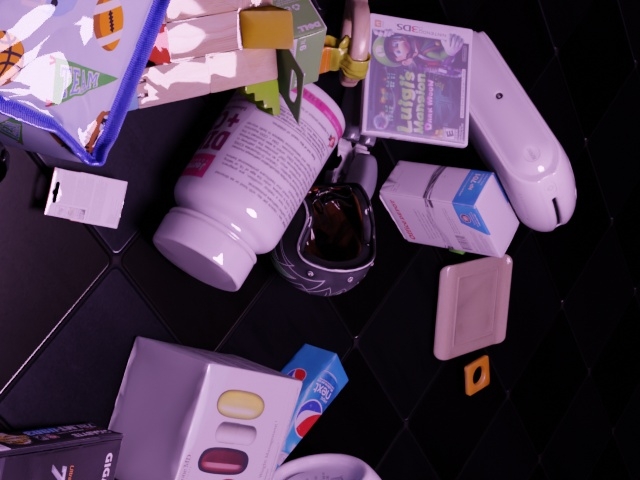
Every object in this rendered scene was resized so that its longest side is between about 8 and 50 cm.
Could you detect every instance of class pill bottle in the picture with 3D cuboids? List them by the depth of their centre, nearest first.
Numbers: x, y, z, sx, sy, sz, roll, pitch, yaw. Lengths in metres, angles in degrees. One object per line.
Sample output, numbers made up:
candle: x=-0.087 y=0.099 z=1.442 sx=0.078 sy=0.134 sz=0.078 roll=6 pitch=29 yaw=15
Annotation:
pill bottle: x=-0.098 y=-0.083 z=1.526 sx=0.283 sy=0.160 sz=0.160 roll=-60 pitch=138 yaw=-19

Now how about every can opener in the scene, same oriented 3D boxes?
can opener: x=0.070 y=-0.172 z=1.759 sx=0.074 sy=0.093 sz=0.280 roll=14 pitch=85 yaw=-49

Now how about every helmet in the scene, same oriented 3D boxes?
helmet: x=0.000 y=0.000 z=1.655 sx=0.169 sy=0.169 sz=0.161 roll=-13 pitch=102 yaw=-47

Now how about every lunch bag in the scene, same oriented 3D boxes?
lunch bag: x=-0.308 y=-0.305 z=1.094 sx=0.239 sy=0.328 sz=0.385 roll=36 pitch=74 yaw=-53

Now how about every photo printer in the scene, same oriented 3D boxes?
photo printer: x=0.314 y=-0.163 z=1.847 sx=0.107 sy=0.307 sz=0.256 roll=-30 pitch=157 yaw=4

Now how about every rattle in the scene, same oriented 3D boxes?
rattle: x=0.011 y=-0.335 z=1.683 sx=0.130 sy=0.143 sz=0.199 roll=47 pitch=43 yaw=-80

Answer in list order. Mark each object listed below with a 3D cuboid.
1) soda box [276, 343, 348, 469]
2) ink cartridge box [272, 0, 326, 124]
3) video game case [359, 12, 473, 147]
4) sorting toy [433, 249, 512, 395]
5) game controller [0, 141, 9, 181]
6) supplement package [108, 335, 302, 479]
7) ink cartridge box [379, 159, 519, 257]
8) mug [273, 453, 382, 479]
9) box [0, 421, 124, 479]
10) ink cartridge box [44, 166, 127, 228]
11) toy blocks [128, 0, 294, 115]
soda box: x=-0.050 y=0.261 z=1.750 sx=0.210 sy=0.071 sz=0.067 roll=-48 pitch=133 yaw=-29
ink cartridge box: x=-0.044 y=-0.267 z=1.457 sx=0.062 sy=0.209 sz=0.109 roll=-20 pitch=154 yaw=-18
video game case: x=0.149 y=-0.246 z=1.733 sx=0.173 sy=0.022 sz=0.190 roll=6 pitch=82 yaw=-14
sorting toy: x=0.279 y=0.122 z=2.117 sx=0.196 sy=0.047 sz=0.347 roll=-8 pitch=106 yaw=-43
game controller: x=-0.434 y=-0.085 z=1.021 sx=0.166 sy=0.319 sz=0.067 roll=29 pitch=62 yaw=-50
supplement package: x=-0.164 y=0.254 z=1.556 sx=0.203 sy=0.149 sz=0.194 roll=20 pitch=86 yaw=-51
ink cartridge box: x=0.214 y=-0.053 z=1.875 sx=0.082 sy=0.191 sz=0.139 roll=-58 pitch=137 yaw=-23
mug: x=0.025 y=0.502 z=1.791 sx=0.374 sy=0.276 sz=0.328 roll=-53 pitch=137 yaw=-70
box: x=-0.380 y=0.379 z=1.363 sx=0.293 sy=0.073 sz=0.295 roll=10 pitch=94 yaw=-61
ink cartridge box: x=-0.299 y=-0.055 z=1.404 sx=0.115 sy=0.029 sz=0.063 roll=12 pitch=92 yaw=-49
toy blocks: x=-0.196 y=-0.317 z=1.341 sx=0.261 sy=0.191 sz=0.381 roll=-16 pitch=117 yaw=-27
